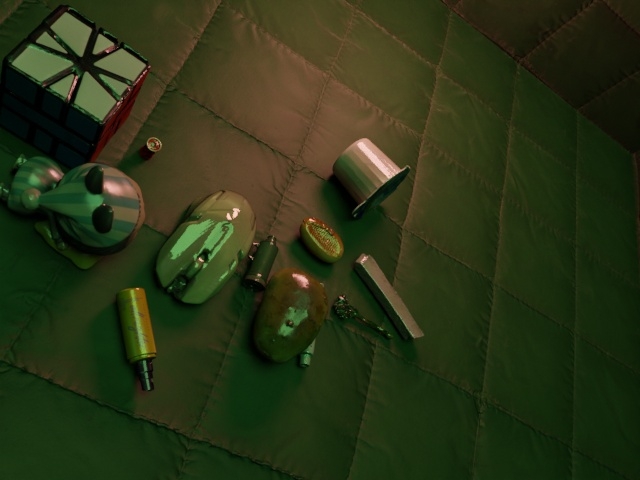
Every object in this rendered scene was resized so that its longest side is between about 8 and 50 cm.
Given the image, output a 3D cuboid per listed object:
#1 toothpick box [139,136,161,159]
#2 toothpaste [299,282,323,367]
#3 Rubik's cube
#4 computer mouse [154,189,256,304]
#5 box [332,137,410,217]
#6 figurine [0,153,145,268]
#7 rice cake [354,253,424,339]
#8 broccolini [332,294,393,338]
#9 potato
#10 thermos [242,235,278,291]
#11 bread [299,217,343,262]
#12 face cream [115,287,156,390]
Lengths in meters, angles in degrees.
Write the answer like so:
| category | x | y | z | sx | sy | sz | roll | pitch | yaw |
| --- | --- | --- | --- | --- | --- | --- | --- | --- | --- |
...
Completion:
| category | x | y | z | sx | sy | sz | roll | pitch | yaw |
| --- | --- | --- | --- | --- | --- | --- | --- | --- | --- |
| toothpick box | -0.524 | -0.281 | 1.750 | 0.047 | 0.083 | 0.047 | 9 | 74 | -32 |
| toothpaste | -0.036 | 0.263 | 1.839 | 0.074 | 0.048 | 0.297 | 18 | 56 | -18 |
| Rubik's cube | -0.685 | -0.412 | 1.581 | 0.288 | 0.283 | 0.294 | 34 | 50 | -14 |
| computer mouse | -0.322 | -0.006 | 1.716 | 0.228 | 0.145 | 0.429 | 41 | 53 | -14 |
| box | 0.153 | -0.233 | 2.097 | 0.291 | 0.262 | 0.206 | -34 | 76 | -30 |
| figurine | -0.608 | -0.137 | 1.445 | 0.361 | 0.377 | 0.266 | 29 | 55 | -20 |
| rice cake | 0.241 | 0.206 | 2.034 | 0.072 | 0.056 | 0.365 | -34 | 89 | -44 |
| broccolini | 0.152 | 0.271 | 1.951 | 0.254 | 0.057 | 0.071 | 31 | 97 | -14 |
| potato | -0.094 | 0.228 | 1.732 | 0.210 | 0.173 | 0.308 | 31 | 59 | -11 |
| thermos | -0.188 | 0.066 | 1.817 | 0.083 | 0.073 | 0.188 | 12 | 55 | 10 |
| bread | 0.000 | 0.000 | 1.965 | 0.189 | 0.077 | 0.114 | 44 | 72 | -9 |
| face cream | -0.485 | 0.266 | 1.521 | 0.078 | 0.078 | 0.274 | -5 | 71 | -34 |
